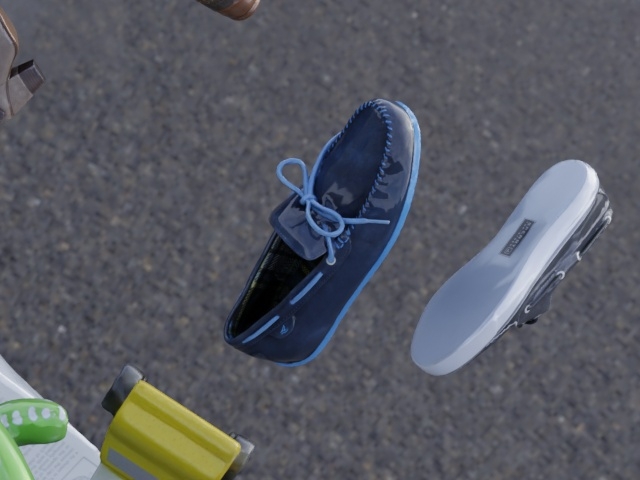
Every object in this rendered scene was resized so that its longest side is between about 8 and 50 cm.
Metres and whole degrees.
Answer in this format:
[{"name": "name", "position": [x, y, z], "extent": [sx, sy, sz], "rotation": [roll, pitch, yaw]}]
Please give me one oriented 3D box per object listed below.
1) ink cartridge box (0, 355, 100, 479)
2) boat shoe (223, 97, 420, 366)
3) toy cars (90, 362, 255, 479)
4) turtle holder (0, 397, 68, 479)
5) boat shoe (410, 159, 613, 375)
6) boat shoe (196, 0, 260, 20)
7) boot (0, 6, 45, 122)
[{"name": "ink cartridge box", "position": [-0.361, 0.251, 1.277], "extent": [0.385, 0.308, 0.091], "rotation": [46, -5, -39]}, {"name": "boat shoe", "position": [0.000, 0.000, 1.166], "extent": [0.089, 0.258, 0.109], "rotation": [10, 21, -35]}, {"name": "toy cars", "position": [-0.045, 0.177, 0.887], "extent": [0.394, 0.087, 0.176], "rotation": [23, -13, 47]}, {"name": "turtle holder", "position": [-0.314, 0.183, 0.830], "extent": [0.320, 0.243, 0.227], "rotation": [26, 22, 36]}, {"name": "boat shoe", "position": [0.173, 0.035, 1.214], "extent": [0.076, 0.228, 0.080], "rotation": [44, -11, -33]}, {"name": "boat shoe", "position": [-0.069, -0.197, 0.973], "extent": [0.060, 0.064, 0.178], "rotation": [46, 16, -22]}, {"name": "boot", "position": [-0.308, -0.160, 1.260], "extent": [0.118, 0.087, 0.042], "rotation": [61, 4, -20]}]
